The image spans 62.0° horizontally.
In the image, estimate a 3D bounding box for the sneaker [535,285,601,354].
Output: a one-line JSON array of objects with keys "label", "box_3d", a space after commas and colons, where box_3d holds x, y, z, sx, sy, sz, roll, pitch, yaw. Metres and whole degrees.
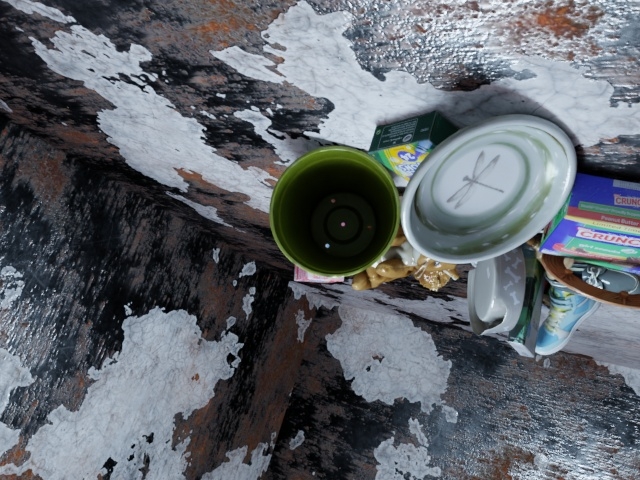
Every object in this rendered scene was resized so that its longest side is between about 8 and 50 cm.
[{"label": "sneaker", "box_3d": [0.871, 0.264, 1.966, 0.208, 0.319, 0.127, 38, -177, -35]}]

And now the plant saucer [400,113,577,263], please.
[{"label": "plant saucer", "box_3d": [0.363, -0.121, 1.201, 0.400, 0.100, 0.400, -7, 133, -7]}]

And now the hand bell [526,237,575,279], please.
[{"label": "hand bell", "box_3d": [0.652, 0.005, 1.648, 0.242, 0.126, 0.126, 32, 164, -5]}]

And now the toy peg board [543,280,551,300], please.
[{"label": "toy peg board", "box_3d": [0.909, 0.205, 2.125, 0.161, 0.079, 0.161, 28, 179, -31]}]

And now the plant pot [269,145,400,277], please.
[{"label": "plant pot", "box_3d": [0.056, -0.067, 1.646, 0.366, 0.366, 0.353, 16, 177, 7]}]

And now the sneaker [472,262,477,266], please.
[{"label": "sneaker", "box_3d": [0.591, 0.073, 2.000, 0.083, 0.071, 0.191, 15, 166, 37]}]

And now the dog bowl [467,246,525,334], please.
[{"label": "dog bowl", "box_3d": [0.578, 0.144, 1.763, 0.102, 0.348, 0.349, 4, 165, 2]}]

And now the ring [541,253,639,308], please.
[{"label": "ring", "box_3d": [0.783, 0.080, 1.458, 0.337, 0.032, 0.336, 5, -152, -3]}]

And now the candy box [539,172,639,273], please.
[{"label": "candy box", "box_3d": [0.718, -0.034, 1.316, 0.268, 0.122, 0.317, 13, 165, 15]}]

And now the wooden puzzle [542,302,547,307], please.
[{"label": "wooden puzzle", "box_3d": [0.888, 0.247, 2.179, 0.078, 0.014, 0.116, 31, -178, 38]}]

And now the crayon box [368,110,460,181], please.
[{"label": "crayon box", "box_3d": [0.305, -0.188, 1.327, 0.323, 0.083, 0.203, 27, 164, -33]}]

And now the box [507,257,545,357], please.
[{"label": "box", "box_3d": [0.744, 0.237, 1.908, 0.058, 0.322, 0.232, 3, 161, 33]}]

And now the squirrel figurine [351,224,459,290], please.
[{"label": "squirrel figurine", "box_3d": [0.345, 0.043, 1.925, 0.370, 0.281, 0.397, -7, 168, 37]}]

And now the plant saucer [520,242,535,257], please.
[{"label": "plant saucer", "box_3d": [0.704, 0.035, 1.803, 0.119, 0.021, 0.119, 17, 166, 4]}]

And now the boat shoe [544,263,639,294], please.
[{"label": "boat shoe", "box_3d": [0.893, 0.134, 1.757, 0.099, 0.116, 0.319, 22, 171, -31]}]

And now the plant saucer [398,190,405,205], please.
[{"label": "plant saucer", "box_3d": [0.311, -0.112, 1.704, 0.199, 0.036, 0.198, 17, 167, 4]}]

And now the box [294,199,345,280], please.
[{"label": "box", "box_3d": [0.000, 0.000, 1.934, 0.142, 0.300, 0.154, 6, 170, -21]}]
